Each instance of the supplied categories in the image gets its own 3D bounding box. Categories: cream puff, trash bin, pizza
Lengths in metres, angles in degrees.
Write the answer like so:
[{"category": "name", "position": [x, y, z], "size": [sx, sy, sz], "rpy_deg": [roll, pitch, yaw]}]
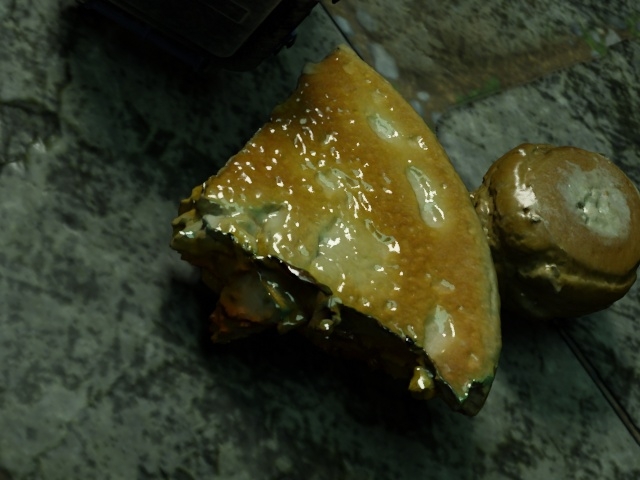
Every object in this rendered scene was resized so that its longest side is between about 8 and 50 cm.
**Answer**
[{"category": "cream puff", "position": [0.158, -0.002, 1.301], "size": [0.144, 0.103, 0.126], "rpy_deg": [-16, 74, -43]}, {"category": "trash bin", "position": [-0.053, -0.245, 1.251], "size": [0.163, 0.184, 0.234], "rpy_deg": [30, 55, -16]}, {"category": "pizza", "position": [0.000, 0.000, 1.199], "size": [0.229, 0.081, 0.289], "rpy_deg": [-3, 57, -34]}]
